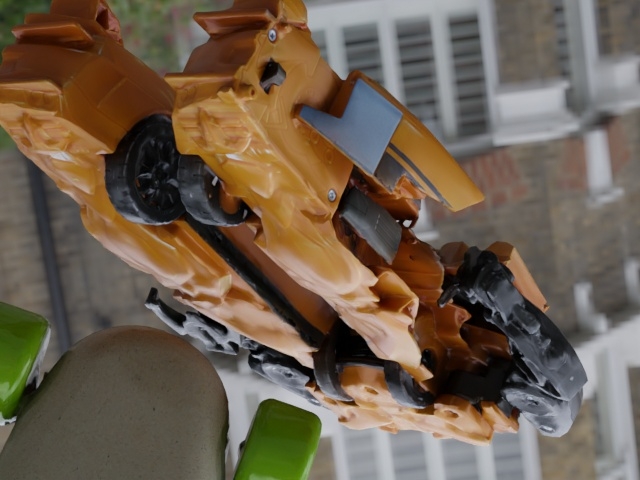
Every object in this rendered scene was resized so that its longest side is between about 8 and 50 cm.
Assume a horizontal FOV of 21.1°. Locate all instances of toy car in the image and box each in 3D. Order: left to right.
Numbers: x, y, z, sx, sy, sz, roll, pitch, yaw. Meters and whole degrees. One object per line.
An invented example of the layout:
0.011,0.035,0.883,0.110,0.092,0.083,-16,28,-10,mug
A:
-0.101,0.134,0.786,0.155,0.149,0.188,20,154,-1,toy car

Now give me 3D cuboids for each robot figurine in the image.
0.000,0.000,0.753,0.211,0.291,0.085,3,-119,39,robot figurine
